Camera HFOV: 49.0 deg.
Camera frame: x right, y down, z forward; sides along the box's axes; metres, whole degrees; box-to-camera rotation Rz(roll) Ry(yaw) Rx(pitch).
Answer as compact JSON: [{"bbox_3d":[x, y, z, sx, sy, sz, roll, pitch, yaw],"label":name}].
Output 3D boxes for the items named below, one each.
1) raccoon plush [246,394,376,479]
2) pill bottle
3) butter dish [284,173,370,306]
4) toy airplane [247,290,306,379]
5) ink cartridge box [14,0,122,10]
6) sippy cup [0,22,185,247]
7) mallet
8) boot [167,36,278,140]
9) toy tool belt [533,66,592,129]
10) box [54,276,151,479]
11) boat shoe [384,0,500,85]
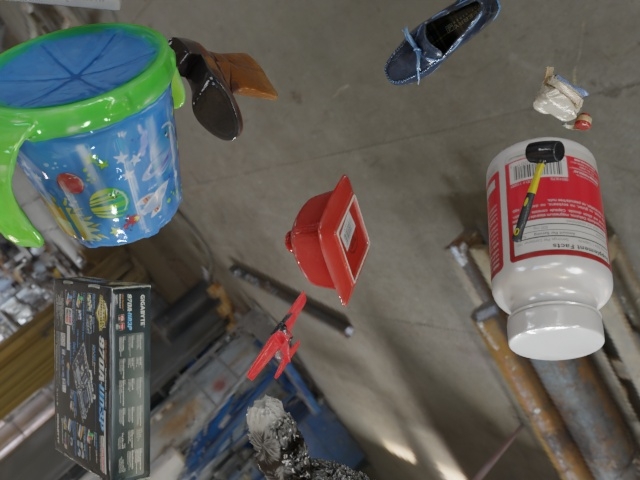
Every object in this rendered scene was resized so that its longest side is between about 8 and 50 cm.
[{"bbox_3d":[0.075,0.463,1.369,0.216,0.299,0.447,-16,93,41],"label":"raccoon plush"},{"bbox_3d":[0.455,0.017,1.406,0.228,0.408,0.229,4,151,2],"label":"pill bottle"},{"bbox_3d":[0.000,0.000,1.101,0.118,0.160,0.160,-2,128,24],"label":"butter dish"},{"bbox_3d":[-0.055,0.149,1.000,0.028,0.151,0.151,28,153,13],"label":"toy airplane"},{"bbox_3d":[-0.336,-0.384,0.772,0.171,0.232,0.168,107,163,-58],"label":"ink cartridge box"},{"bbox_3d":[-0.278,-0.122,0.883,0.240,0.305,0.224,41,149,43],"label":"sippy cup"},{"bbox_3d":[0.357,-0.087,1.207,0.039,0.190,0.062,30,172,-35],"label":"mallet"},{"bbox_3d":[-0.188,-0.323,1.548,0.264,0.280,0.096,49,114,17],"label":"boot"},{"bbox_3d":[0.304,-0.176,0.860,0.083,0.051,0.052,25,165,-18],"label":"toy tool belt"},{"bbox_3d":[-0.263,0.156,0.833,0.175,0.051,0.221,0,90,50],"label":"box"},{"bbox_3d":[0.211,-0.388,1.325,0.258,0.089,0.109,-40,83,36],"label":"boat shoe"}]
